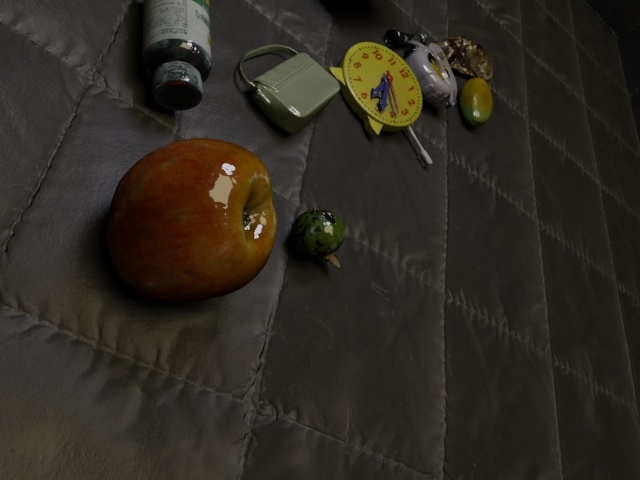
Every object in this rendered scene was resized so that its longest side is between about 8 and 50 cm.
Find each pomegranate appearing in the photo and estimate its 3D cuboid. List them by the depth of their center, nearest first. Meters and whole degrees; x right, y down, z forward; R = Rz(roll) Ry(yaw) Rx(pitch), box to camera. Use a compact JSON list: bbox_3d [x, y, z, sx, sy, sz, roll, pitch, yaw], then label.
[{"bbox_3d":[0.000,0.000,1.395,0.122,0.122,0.162,-60,137,-44],"label":"pomegranate"}]

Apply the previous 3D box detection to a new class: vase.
[{"bbox_3d":[0.279,-0.656,2.055,0.167,0.059,0.059,-16,79,-47],"label":"vase"}]

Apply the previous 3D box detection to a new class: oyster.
[{"bbox_3d":[0.504,-0.652,2.247,0.294,0.094,0.166,-8,82,-39],"label":"oyster"}]

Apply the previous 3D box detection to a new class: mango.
[{"bbox_3d":[0.532,-0.470,2.162,0.130,0.091,0.195,37,51,-24],"label":"mango"}]

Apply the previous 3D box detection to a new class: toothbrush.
[{"bbox_3d":[0.234,-0.368,1.871,0.025,0.030,0.342,-30,90,-48],"label":"toothbrush"}]

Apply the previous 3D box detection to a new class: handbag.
[{"bbox_3d":[-0.085,-0.392,1.562,0.219,0.079,0.256,44,43,0],"label":"handbag"}]

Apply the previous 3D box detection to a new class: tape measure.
[{"bbox_3d":[0.343,-0.527,1.995,0.197,0.120,0.236,6,59,-48],"label":"tape measure"}]

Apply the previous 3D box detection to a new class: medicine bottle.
[{"bbox_3d":[-0.300,-0.418,1.321,0.141,0.141,0.293,15,58,-37],"label":"medicine bottle"}]

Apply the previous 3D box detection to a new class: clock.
[{"bbox_3d":[0.178,-0.444,1.801,0.277,0.071,0.293,49,51,-5],"label":"clock"}]

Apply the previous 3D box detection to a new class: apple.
[{"bbox_3d":[-0.209,-0.042,1.102,0.301,0.301,0.302,22,54,-33],"label":"apple"}]
